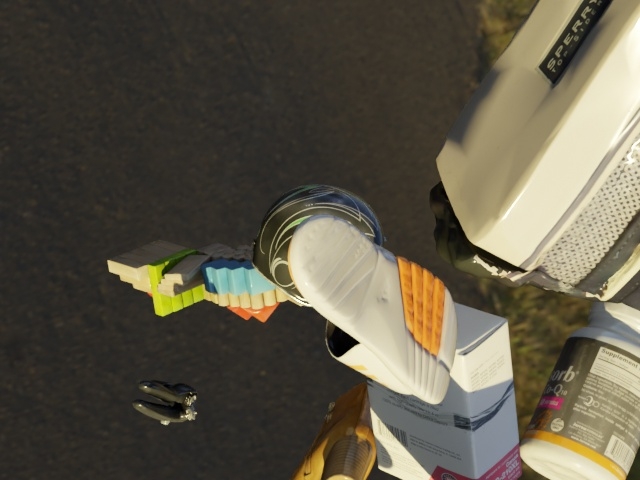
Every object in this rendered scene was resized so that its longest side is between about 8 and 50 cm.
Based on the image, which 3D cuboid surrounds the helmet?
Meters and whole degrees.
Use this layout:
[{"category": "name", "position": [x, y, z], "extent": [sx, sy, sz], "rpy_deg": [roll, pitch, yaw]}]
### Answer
[{"category": "helmet", "position": [0.000, 0.000, 1.872], "extent": [0.169, 0.161, 0.169], "rpy_deg": [32, 9, -6]}]

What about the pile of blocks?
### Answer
[{"category": "pile of blocks", "position": [-0.152, 0.077, 2.055], "extent": [0.149, 0.362, 0.113], "rpy_deg": [-42, 128, -59]}]

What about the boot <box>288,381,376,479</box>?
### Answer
[{"category": "boot", "position": [-0.001, 0.351, 1.917], "extent": [0.104, 0.295, 0.211], "rpy_deg": [32, 33, -7]}]

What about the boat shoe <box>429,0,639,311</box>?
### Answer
[{"category": "boat shoe", "position": [0.203, -0.105, 0.642], "extent": [0.158, 0.340, 0.127], "rpy_deg": [22, 29, -25]}]

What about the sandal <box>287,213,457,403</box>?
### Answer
[{"category": "sandal", "position": [0.032, 0.052, 1.120], "extent": [0.265, 0.076, 0.102], "rpy_deg": [41, 56, -46]}]

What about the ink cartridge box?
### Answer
[{"category": "ink cartridge box", "position": [0.151, 0.196, 1.683], "extent": [0.100, 0.172, 0.237], "rpy_deg": [-32, 125, -38]}]

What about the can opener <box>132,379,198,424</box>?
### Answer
[{"category": "can opener", "position": [-0.215, 0.220, 1.816], "extent": [0.186, 0.073, 0.059], "rpy_deg": [32, 64, -78]}]

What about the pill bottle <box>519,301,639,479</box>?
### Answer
[{"category": "pill bottle", "position": [0.421, 0.230, 2.007], "extent": [0.162, 0.162, 0.278], "rpy_deg": [41, 68, -37]}]
